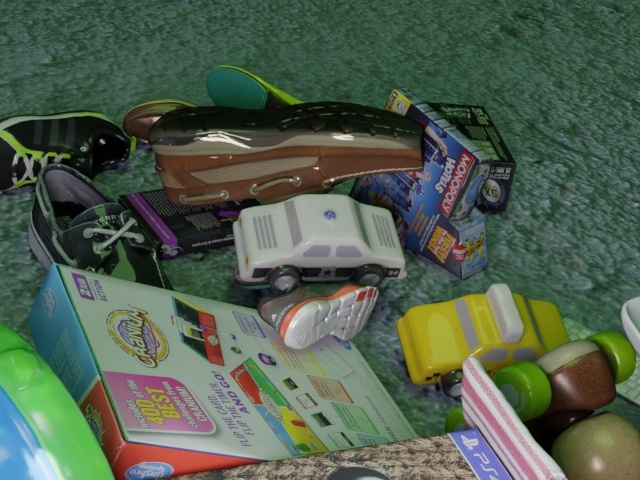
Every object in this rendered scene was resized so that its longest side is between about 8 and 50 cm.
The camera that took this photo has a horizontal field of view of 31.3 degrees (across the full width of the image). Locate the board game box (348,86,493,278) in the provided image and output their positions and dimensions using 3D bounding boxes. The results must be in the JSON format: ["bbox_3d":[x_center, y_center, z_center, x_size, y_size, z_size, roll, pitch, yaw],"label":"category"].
[{"bbox_3d":[0.139,-0.057,1.386,0.060,0.194,0.194,-23,57,-42],"label":"board game box"}]

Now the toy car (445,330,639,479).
[{"bbox_3d":[0.237,0.198,1.037,0.155,0.149,0.188,-12,63,-38],"label":"toy car"}]

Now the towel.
[{"bbox_3d":[0.157,0.201,0.908,0.029,0.197,0.144,-19,38,-13],"label":"towel"}]

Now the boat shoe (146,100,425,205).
[{"bbox_3d":[-0.039,-0.092,1.344,0.324,0.120,0.122,1,23,10],"label":"boat shoe"}]

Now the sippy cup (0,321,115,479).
[{"bbox_3d":[-0.275,0.197,0.737,0.224,0.240,0.305,-28,51,-36],"label":"sippy cup"}]

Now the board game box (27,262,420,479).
[{"bbox_3d":[-0.070,0.138,0.975,0.316,0.064,0.242,16,23,-33],"label":"board game box"}]

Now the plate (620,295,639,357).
[{"bbox_3d":[0.428,0.161,1.090,0.277,0.045,0.278,-10,62,-40],"label":"plate"}]

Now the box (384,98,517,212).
[{"bbox_3d":[0.169,-0.117,1.561,0.147,0.078,0.180,2,31,-10],"label":"box"}]

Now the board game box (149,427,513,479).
[{"bbox_3d":[0.022,0.276,0.798,0.291,0.141,0.232,-5,33,-22],"label":"board game box"}]

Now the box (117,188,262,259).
[{"bbox_3d":[-0.148,-0.028,1.380,0.162,0.029,0.116,-12,36,-29],"label":"box"}]

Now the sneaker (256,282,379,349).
[{"bbox_3d":[-0.001,0.058,1.088,0.065,0.061,0.158,31,17,28],"label":"sneaker"}]

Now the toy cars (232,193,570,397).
[{"bbox_3d":[0.093,0.041,1.197,0.393,0.087,0.176,30,48,12],"label":"toy cars"}]

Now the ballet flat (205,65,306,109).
[{"bbox_3d":[-0.063,-0.181,1.630,0.231,0.077,0.077,30,15,27],"label":"ballet flat"}]

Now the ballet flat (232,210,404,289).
[{"bbox_3d":[0.000,0.000,1.318,0.221,0.079,0.077,-9,23,-26],"label":"ballet flat"}]

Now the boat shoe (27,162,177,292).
[{"bbox_3d":[-0.229,0.011,1.219,0.108,0.102,0.301,-11,36,-30],"label":"boat shoe"}]

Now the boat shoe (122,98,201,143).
[{"bbox_3d":[-0.177,-0.149,1.541,0.178,0.064,0.060,5,29,-12],"label":"boat shoe"}]

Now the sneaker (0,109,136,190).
[{"bbox_3d":[-0.326,-0.110,1.417,0.097,0.084,0.234,29,36,28],"label":"sneaker"}]

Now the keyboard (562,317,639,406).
[{"bbox_3d":[0.352,0.156,1.211,0.256,0.014,0.072,29,36,31],"label":"keyboard"}]
